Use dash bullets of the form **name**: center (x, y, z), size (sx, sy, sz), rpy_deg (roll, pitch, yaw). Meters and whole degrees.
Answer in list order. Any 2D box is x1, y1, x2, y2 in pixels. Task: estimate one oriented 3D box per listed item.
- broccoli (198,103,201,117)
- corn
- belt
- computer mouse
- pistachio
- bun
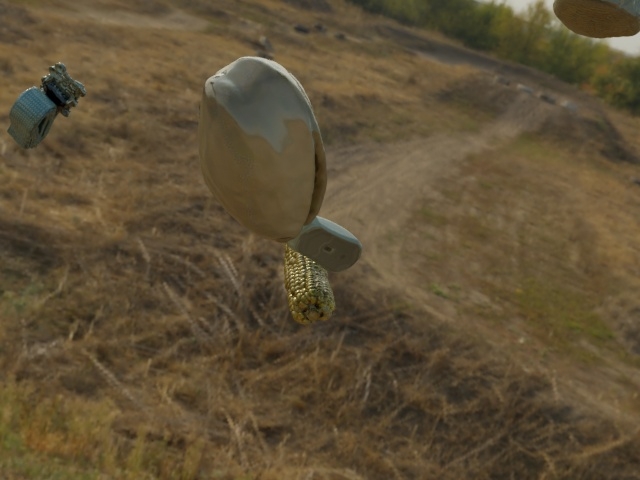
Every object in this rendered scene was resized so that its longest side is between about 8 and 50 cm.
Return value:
- **broccoli**: center (-0.220, -0.402, 2.563), size (0.295, 0.265, 0.245), rpy_deg (-18, 27, 8)
- **corn**: center (-0.028, 0.057, 1.768), size (0.101, 0.101, 0.291), rpy_deg (13, 39, -18)
- **belt**: center (-0.421, -0.192, 1.267), size (0.065, 0.100, 0.179), rpy_deg (47, -25, -11)
- **computer mouse**: center (0.000, 0.000, 1.621), size (0.182, 0.089, 0.056), rpy_deg (27, 20, -41)
- **pistachio**: center (-0.093, -0.144, 1.388), size (0.226, 0.331, 0.208), rpy_deg (10, 36, 25)
- **bun**: center (0.541, -0.460, 1.607), size (0.173, 0.113, 0.166), rpy_deg (22, -6, -5)
